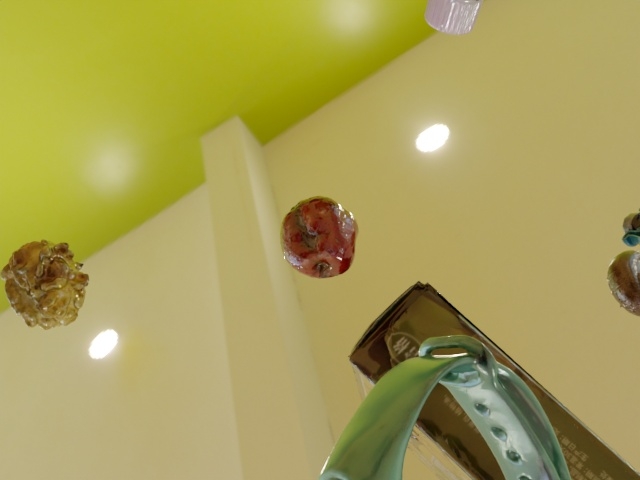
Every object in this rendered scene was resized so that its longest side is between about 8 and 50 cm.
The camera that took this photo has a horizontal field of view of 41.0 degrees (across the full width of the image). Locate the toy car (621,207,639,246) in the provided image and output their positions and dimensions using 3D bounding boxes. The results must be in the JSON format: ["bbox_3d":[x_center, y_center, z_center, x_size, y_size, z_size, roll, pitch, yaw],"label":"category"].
[{"bbox_3d":[0.505,-0.017,1.182,0.161,0.098,0.126,-39,-165,-26],"label":"toy car"}]

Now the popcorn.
[{"bbox_3d":[-0.247,0.040,0.777,0.083,0.057,0.082,-4,-94,24],"label":"popcorn"}]

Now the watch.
[{"bbox_3d":[0.091,0.184,0.559,0.195,0.237,0.068,-12,178,-36],"label":"watch"}]

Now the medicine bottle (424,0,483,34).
[{"bbox_3d":[0.181,-0.353,1.035,0.083,0.203,0.083,9,-141,-7],"label":"medicine bottle"}]

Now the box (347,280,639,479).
[{"bbox_3d":[0.231,0.270,1.066,0.420,0.373,0.138,42,-99,16],"label":"box"}]

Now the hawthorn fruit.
[{"bbox_3d":[0.000,0.000,0.913,0.093,0.093,0.093,-25,-146,19],"label":"hawthorn fruit"}]

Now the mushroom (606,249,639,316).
[{"bbox_3d":[0.519,0.072,1.389,0.126,0.085,0.109,-12,-144,-41],"label":"mushroom"}]
